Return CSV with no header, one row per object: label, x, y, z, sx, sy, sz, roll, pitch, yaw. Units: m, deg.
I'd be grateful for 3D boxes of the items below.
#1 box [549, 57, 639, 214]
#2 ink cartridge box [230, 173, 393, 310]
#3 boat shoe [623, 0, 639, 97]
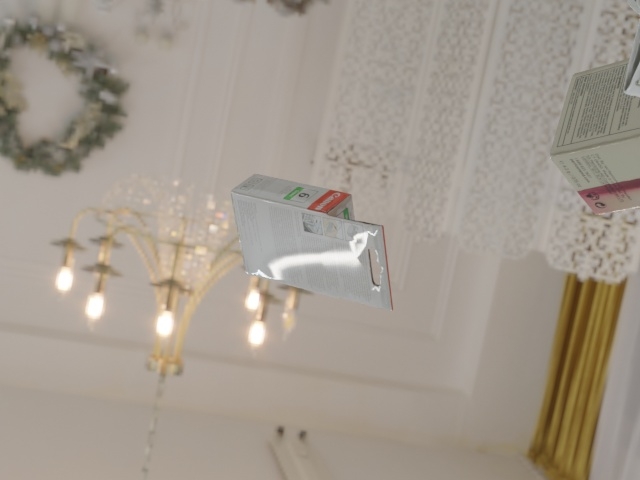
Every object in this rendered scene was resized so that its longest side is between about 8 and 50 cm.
box,0.419,-0.139,1.301,0.232,0.149,0.127,-10,136,43
ink cartridge box,0.000,0.000,0.670,0.115,0.063,0.029,13,-144,33
boat shoe,0.342,-0.236,1.057,0.075,0.226,0.083,2,-150,8
